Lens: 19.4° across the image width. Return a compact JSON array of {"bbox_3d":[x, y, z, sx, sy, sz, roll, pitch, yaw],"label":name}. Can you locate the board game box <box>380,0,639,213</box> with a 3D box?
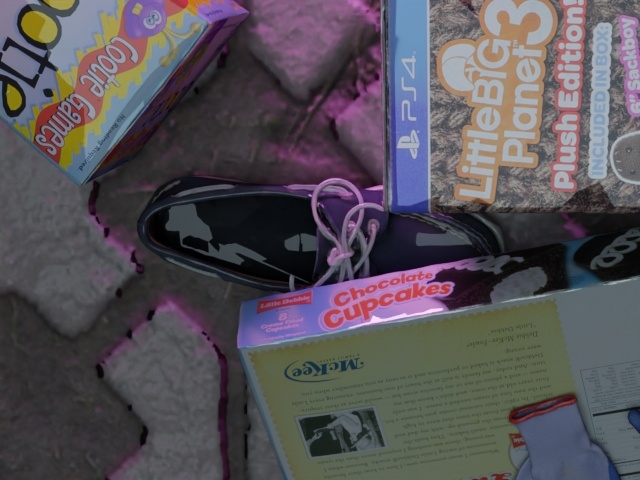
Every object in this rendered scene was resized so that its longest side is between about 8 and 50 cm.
[{"bbox_3d":[0.194,-0.100,1.170,0.291,0.232,0.141,0,99,8],"label":"board game box"}]

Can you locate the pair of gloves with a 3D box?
[{"bbox_3d":[0.213,0.155,1.253,0.198,0.023,0.159,-16,125,13],"label":"pair of gloves"}]

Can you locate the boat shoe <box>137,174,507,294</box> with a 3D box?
[{"bbox_3d":[0.000,0.000,1.295,0.254,0.079,0.095,12,102,7],"label":"boat shoe"}]

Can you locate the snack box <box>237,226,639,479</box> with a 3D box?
[{"bbox_3d":[0.122,0.099,1.267,0.322,0.060,0.187,-10,125,10],"label":"snack box"}]

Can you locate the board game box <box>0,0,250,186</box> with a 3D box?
[{"bbox_3d":[-0.206,-0.185,1.262,0.275,0.144,0.142,41,103,0],"label":"board game box"}]
